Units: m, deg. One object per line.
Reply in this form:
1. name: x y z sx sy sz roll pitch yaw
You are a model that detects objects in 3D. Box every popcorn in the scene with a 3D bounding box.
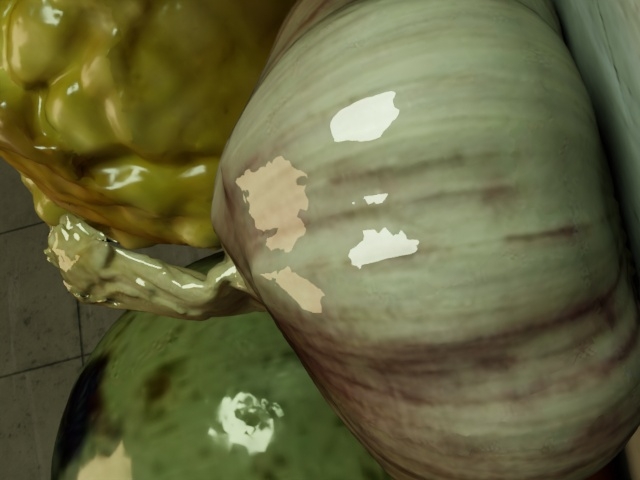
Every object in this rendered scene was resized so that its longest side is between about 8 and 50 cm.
1. popcorn: -0.083 -0.168 0.746 0.354 0.344 0.390 -108 -3 -53

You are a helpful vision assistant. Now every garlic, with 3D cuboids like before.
1. garlic: 0.000 0.000 0.471 0.245 0.253 0.245 -8 -90 -86

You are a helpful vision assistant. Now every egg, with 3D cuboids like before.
1. egg: -0.029 0.195 0.808 0.428 0.345 0.345 111 155 -44

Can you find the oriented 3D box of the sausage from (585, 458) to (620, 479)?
1. sausage: 0.139 0.201 0.623 0.097 0.094 0.348 -100 -6 -77
